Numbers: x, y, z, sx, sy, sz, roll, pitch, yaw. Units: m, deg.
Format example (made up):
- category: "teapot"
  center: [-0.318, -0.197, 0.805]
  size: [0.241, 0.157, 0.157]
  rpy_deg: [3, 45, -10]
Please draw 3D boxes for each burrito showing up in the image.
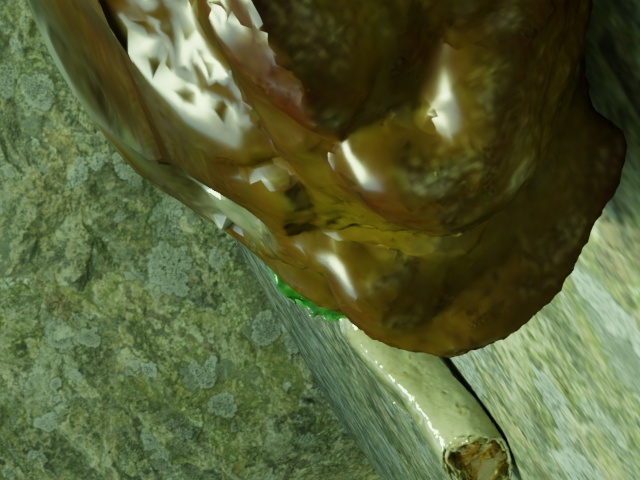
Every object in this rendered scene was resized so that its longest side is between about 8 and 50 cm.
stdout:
- category: "burrito"
  center: [0.079, 0.114, 1.150]
  size: [0.226, 0.060, 0.087]
  rpy_deg: [55, 178, 22]

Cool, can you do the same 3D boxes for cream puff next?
- category: "cream puff"
  center: [-0.008, -0.078, 0.469]
  size: [0.269, 0.155, 0.241]
  rpy_deg: [51, 171, 40]

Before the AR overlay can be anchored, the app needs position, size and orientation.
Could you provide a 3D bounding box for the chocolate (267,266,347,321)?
- category: "chocolate"
  center: [0.000, 0.000, 1.077]
  size: [0.110, 0.110, 0.291]
  rpy_deg: [59, 176, -3]
